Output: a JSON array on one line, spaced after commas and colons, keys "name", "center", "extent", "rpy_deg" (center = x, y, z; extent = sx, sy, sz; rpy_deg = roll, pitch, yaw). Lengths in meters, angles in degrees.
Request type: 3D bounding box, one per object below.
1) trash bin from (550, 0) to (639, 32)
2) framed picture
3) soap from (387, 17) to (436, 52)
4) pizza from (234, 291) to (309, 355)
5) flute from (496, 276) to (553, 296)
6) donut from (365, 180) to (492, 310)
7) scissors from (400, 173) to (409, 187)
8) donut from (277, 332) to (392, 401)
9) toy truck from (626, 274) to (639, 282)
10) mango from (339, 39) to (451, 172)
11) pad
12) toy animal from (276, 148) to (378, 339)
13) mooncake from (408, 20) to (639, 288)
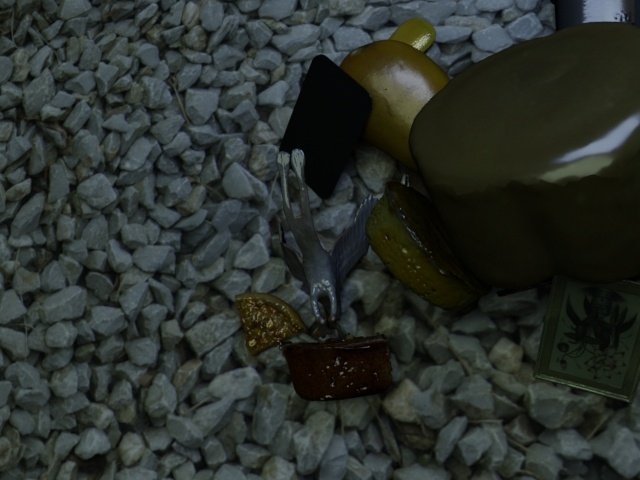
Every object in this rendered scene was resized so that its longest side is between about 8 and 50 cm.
[{"name": "trash bin", "center": [0.548, -0.439, 1.283], "extent": [0.209, 0.182, 0.290], "rpy_deg": [1, 80, 17]}, {"name": "framed picture", "center": [0.466, 0.161, 1.133], "extent": [0.173, 0.010, 0.231], "rpy_deg": [12, 117, 21]}, {"name": "soap", "center": [0.178, -0.416, 1.464], "extent": [0.089, 0.033, 0.168], "rpy_deg": [42, 90, 26]}, {"name": "pizza", "center": [-0.118, 0.172, 1.369], "extent": [0.178, 0.041, 0.131], "rpy_deg": [36, 88, 23]}, {"name": "flute", "center": [0.409, 0.066, 1.162], "extent": [0.269, 0.014, 0.014], "rpy_deg": [-27, 59, 54]}, {"name": "donut", "center": [0.187, 0.022, 1.224], "extent": [0.107, 0.272, 0.272], "rpy_deg": [-46, 65, 22]}, {"name": "scissors", "center": [0.160, -0.051, 1.362], "extent": [0.085, 0.022, 0.176], "rpy_deg": [10, 80, 16]}, {"name": "donut", "center": [0.028, 0.239, 1.259], "extent": [0.186, 0.144, 0.126], "rpy_deg": [-11, 91, -13]}, {"name": "toy truck", "center": [0.575, 0.032, 1.151], "extent": [0.165, 0.147, 0.224], "rpy_deg": [43, 86, 10]}, {"name": "mango", "center": [0.167, -0.270, 1.352], "extent": [0.211, 0.173, 0.317], "rpy_deg": [-43, 74, 3]}, {"name": "pad", "center": [0.004, -0.231, 1.382], "extent": [0.181, 0.004, 0.267], "rpy_deg": [45, 132, 23]}, {"name": "toy animal", "center": [0.003, 0.023, 1.247], "extent": [0.225, 0.284, 0.302], "rpy_deg": [-11, 69, 11]}, {"name": "mooncake", "center": [0.387, -0.145, 1.109], "extent": [0.467, 0.262, 0.467], "rpy_deg": [-24, 34, 17]}]
